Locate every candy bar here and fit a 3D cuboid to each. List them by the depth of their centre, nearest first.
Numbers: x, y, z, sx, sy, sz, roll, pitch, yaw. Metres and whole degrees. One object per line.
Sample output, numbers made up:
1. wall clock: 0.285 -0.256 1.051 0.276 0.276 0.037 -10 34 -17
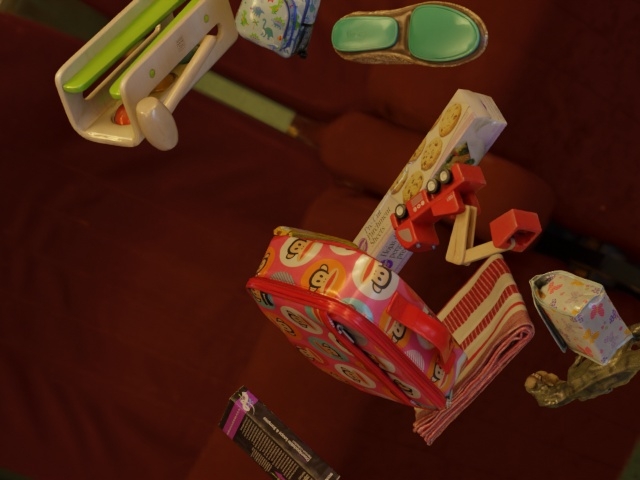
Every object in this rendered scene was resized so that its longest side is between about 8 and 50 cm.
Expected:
1. candy bar: 0.000 0.000 1.627 0.040 0.161 0.018 23 99 45

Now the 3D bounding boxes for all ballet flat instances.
1. ballet flat: 0.108 -0.225 1.266 0.206 0.067 0.073 13 96 39

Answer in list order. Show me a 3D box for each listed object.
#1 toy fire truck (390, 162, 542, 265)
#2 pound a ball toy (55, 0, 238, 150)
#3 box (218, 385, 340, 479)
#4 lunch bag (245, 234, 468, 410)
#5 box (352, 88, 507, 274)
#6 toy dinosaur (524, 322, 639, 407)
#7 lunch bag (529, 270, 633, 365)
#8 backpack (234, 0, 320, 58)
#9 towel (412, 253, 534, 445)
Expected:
1. toy fire truck: 0.174 -0.019 1.422 0.192 0.047 0.135 -39 56 40
2. pound a ball toy: -0.219 -0.232 1.639 0.208 0.135 0.319 11 46 27
3. box: -0.053 0.259 1.413 0.162 0.029 0.116 44 153 9
4. lunch bag: 0.067 0.114 1.533 0.258 0.293 0.120 12 65 44
5. box: 0.155 -0.079 1.693 0.324 0.063 0.067 -56 40 35
6. toy dinosaur: 0.324 0.119 1.209 0.064 0.118 0.268 56 148 7
7. lunch bag: 0.234 0.070 1.060 0.053 0.071 0.083 -42 30 -11
8. backpack: -0.058 -0.322 1.601 0.105 0.084 0.114 30 115 19
9. towel: 0.220 0.152 1.775 0.237 0.037 0.329 -49 11 14
